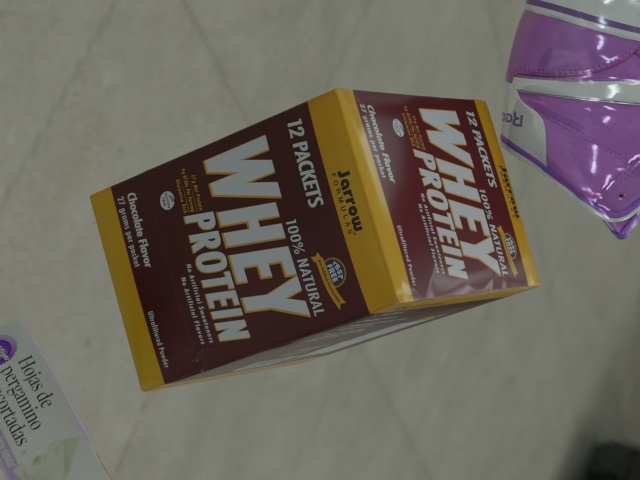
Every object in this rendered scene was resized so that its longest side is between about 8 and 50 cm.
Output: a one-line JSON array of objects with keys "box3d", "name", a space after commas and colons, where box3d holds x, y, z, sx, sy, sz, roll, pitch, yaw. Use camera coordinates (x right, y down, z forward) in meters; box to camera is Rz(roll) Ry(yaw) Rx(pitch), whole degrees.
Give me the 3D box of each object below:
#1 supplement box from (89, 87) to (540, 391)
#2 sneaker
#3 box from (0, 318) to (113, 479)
[{"box3d": [0.000, 0.000, 1.032, 0.191, 0.194, 0.129, -4, 76, -57], "name": "supplement box"}, {"box3d": [0.258, -0.071, 1.100, 0.102, 0.282, 0.161, -73, 176, -82], "name": "sneaker"}, {"box3d": [-0.166, 0.185, 1.119, 0.063, 0.324, 0.067, -29, 137, -10], "name": "box"}]
